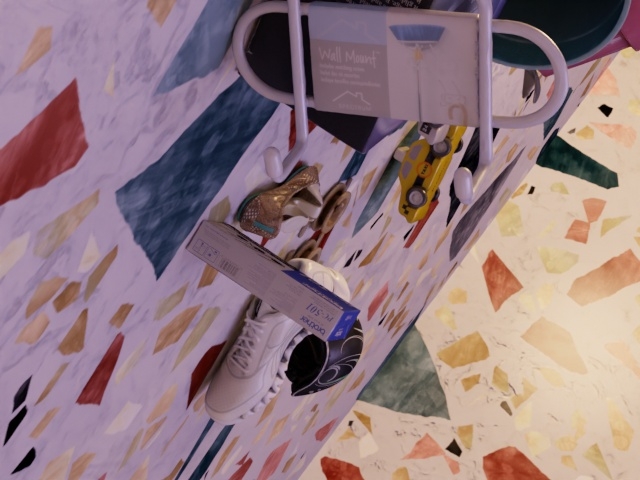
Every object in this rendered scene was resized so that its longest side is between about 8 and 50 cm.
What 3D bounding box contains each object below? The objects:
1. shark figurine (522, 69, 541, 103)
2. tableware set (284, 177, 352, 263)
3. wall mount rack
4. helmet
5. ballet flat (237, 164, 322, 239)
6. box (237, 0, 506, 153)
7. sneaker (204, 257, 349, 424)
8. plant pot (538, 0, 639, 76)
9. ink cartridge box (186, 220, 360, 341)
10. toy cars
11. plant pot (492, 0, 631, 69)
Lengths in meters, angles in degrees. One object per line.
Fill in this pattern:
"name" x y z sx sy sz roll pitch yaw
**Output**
"shark figurine" 0.199 -0.287 2.103 0.116 0.278 0.166 5 -90 62
"tableware set" 0.000 0.000 2.275 0.194 0.039 0.128 -62 166 26
"wall mount rack" 0.050 -0.191 1.393 0.130 0.350 0.304 -54 146 -52
"helmet" -0.012 0.163 2.369 0.169 0.169 0.161 -60 161 19
"ballet flat" -0.038 -0.044 1.962 0.206 0.067 0.073 -37 156 -57
"box" 0.096 -0.295 1.588 0.296 0.182 0.294 -40 161 -50
"sneaker" -0.086 0.146 2.226 0.292 0.110 0.118 -52 146 0
"plant pot" 0.363 -0.331 2.091 0.180 0.201 0.201 -31 174 16
"ink cartridge box" -0.056 0.049 1.807 0.046 0.207 0.097 -58 167 6
"toy cars" 0.178 -0.189 2.382 0.176 0.087 0.394 -54 165 -33
"plant pot" 0.285 -0.400 1.882 0.272 0.271 0.255 109 5 -48
